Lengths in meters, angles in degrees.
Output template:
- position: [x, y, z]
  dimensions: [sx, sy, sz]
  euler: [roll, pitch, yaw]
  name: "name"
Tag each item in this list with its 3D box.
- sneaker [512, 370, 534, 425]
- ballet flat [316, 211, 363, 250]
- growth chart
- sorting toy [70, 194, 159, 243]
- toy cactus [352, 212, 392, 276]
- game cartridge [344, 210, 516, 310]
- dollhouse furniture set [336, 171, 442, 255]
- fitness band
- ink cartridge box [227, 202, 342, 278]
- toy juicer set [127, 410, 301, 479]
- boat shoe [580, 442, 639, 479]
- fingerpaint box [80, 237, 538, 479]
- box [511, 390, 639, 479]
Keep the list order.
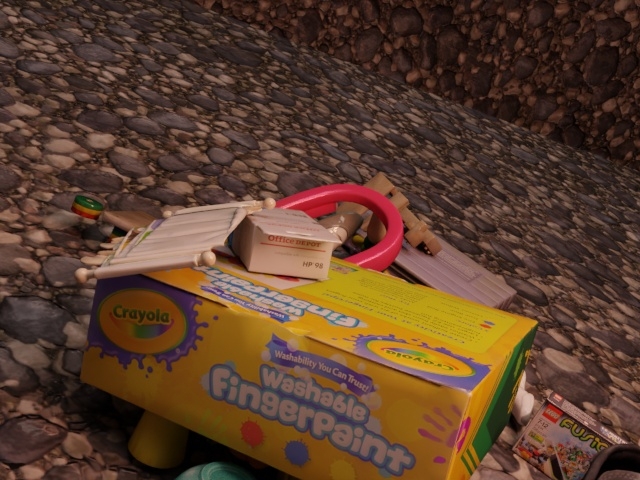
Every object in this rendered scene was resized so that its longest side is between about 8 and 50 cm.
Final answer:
- position: [0.323, 0.264, 1.323]
  dimensions: [0.061, 0.053, 0.152]
  euler: [13, 20, -3]
  name: "sneaker"
- position: [-0.016, 0.007, 1.416]
  dimensions: [0.213, 0.072, 0.068]
  euler: [-15, 45, -8]
  name: "ballet flat"
- position: [-0.163, -0.006, 0.889]
  dimensions: [0.172, 0.021, 0.237]
  euler: [-5, 17, 15]
  name: "growth chart"
- position: [-0.267, 0.004, 1.267]
  dimensions: [0.275, 0.046, 0.132]
  euler: [26, 8, 11]
  name: "sorting toy"
- position: [0.094, 0.019, 1.445]
  dimensions: [0.112, 0.180, 0.219]
  euler: [12, 18, 6]
  name: "toy cactus"
- position: [0.218, 0.051, 1.627]
  dimensions: [0.355, 0.068, 0.230]
  euler: [37, 24, 24]
  name: "game cartridge"
- position: [0.141, -0.023, 1.604]
  dimensions: [0.144, 0.123, 0.151]
  euler: [52, 2, 44]
  name: "dollhouse furniture set"
- position: [0.000, 0.000, 1.326]
  dimensions: [0.291, 0.054, 0.209]
  euler: [-21, 48, -19]
  name: "fitness band"
- position: [-0.050, 0.003, 0.992]
  dimensions: [0.104, 0.060, 0.180]
  euler: [7, 12, -19]
  name: "ink cartridge box"
- position: [-0.077, 0.298, 0.845]
  dimensions: [0.209, 0.089, 0.329]
  euler: [13, 17, -30]
  name: "toy juicer set"
- position: [0.367, 0.359, 0.913]
  dimensions: [0.187, 0.156, 0.500]
  euler: [29, 10, 17]
  name: "boat shoe"
- position: [0.003, 0.138, 0.967]
  dimensions: [0.445, 0.163, 0.371]
  euler: [17, 12, 22]
  name: "fingerpaint box"
- position: [0.410, 0.334, 1.180]
  dimensions: [0.207, 0.114, 0.036]
  euler: [33, 27, 19]
  name: "box"
